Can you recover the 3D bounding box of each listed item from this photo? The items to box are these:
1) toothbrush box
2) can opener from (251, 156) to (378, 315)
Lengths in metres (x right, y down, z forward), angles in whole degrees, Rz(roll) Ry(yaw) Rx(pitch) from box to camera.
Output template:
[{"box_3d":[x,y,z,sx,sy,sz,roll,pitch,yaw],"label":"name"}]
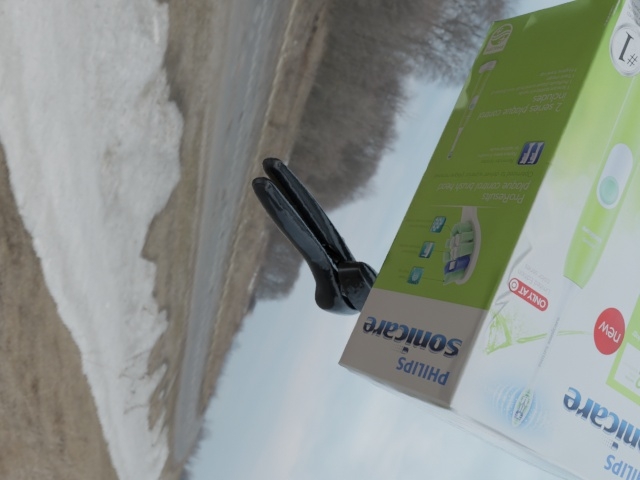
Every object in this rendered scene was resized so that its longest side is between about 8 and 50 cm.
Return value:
[{"box_3d":[0.173,0.009,0.517,0.122,0.206,0.283,8,-111,59],"label":"toothbrush box"},{"box_3d":[0.000,0.000,0.661,0.073,0.186,0.059,-20,-150,30],"label":"can opener"}]
